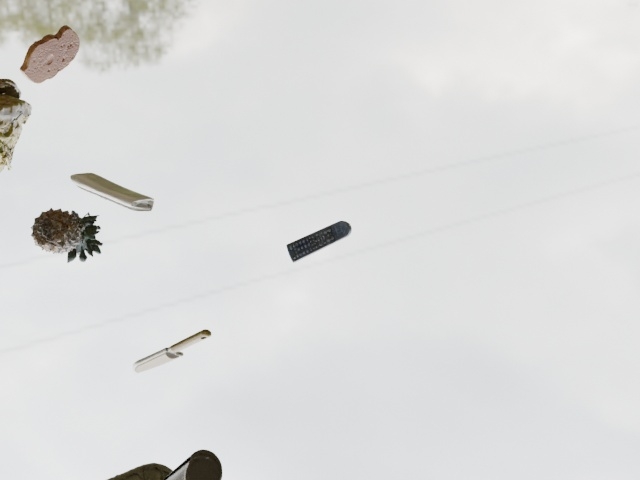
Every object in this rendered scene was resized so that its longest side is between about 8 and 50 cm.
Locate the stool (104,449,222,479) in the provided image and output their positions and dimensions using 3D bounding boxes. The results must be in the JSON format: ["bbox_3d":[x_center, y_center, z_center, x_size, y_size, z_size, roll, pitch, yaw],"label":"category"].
[{"bbox_3d":[-0.242,0.466,1.439,0.310,0.310,0.226,-19,175,-33],"label":"stool"}]

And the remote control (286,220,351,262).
[{"bbox_3d":[-0.001,0.000,2.343,0.153,0.043,0.027,-24,176,19],"label":"remote control"}]

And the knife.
[{"bbox_3d":[-0.285,0.218,2.085,0.046,0.256,0.022,17,-122,-40],"label":"knife"}]

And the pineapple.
[{"bbox_3d":[-0.480,-0.009,2.057,0.083,0.103,0.221,2,178,10],"label":"pineapple"}]

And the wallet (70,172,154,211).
[{"bbox_3d":[-0.315,-0.073,1.652,0.122,0.025,0.061,22,-172,22],"label":"wallet"}]

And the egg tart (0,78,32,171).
[{"bbox_3d":[-0.476,-0.085,1.340,0.297,0.132,0.297,-27,-176,2],"label":"egg tart"}]

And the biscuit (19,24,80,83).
[{"bbox_3d":[-0.507,-0.347,2.045,0.019,0.102,0.130,39,-114,21],"label":"biscuit"}]
